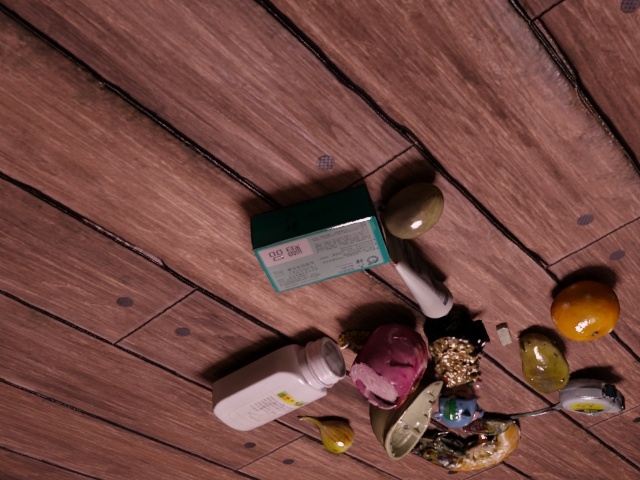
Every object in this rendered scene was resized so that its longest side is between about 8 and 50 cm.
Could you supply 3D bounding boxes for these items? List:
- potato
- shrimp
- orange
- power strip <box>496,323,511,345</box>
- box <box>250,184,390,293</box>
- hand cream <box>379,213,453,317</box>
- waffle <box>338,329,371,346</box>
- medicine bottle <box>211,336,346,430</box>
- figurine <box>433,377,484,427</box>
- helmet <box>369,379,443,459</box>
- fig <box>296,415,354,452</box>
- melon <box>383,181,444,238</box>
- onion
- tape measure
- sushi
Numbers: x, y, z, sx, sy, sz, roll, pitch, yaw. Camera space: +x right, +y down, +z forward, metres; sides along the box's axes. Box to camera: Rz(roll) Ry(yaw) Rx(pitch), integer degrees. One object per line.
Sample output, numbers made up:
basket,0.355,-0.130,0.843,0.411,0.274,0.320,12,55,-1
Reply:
potato,0.568,0.312,1.943,0.117,0.090,0.225,-17,131,19
shrimp,0.410,0.589,2.232,0.445,0.085,0.272,18,130,-30
orange,0.614,0.166,1.763,0.156,0.124,0.156,-2,137,-2
power strip,0.456,0.236,1.894,0.027,0.017,0.083,-17,137,11
box,0.000,0.000,1.510,0.245,0.092,0.153,-16,137,7
hand cream,0.202,0.077,1.616,0.078,0.124,0.340,-23,140,18
waffle,0.085,0.243,1.848,0.085,0.016,0.078,9,132,-18
medicine bottle,-0.098,0.349,1.859,0.324,0.124,0.179,-29,136,24
figurine,0.380,0.428,2.043,0.114,0.144,0.178,12,174,34
helmet,0.200,0.433,1.991,0.204,0.137,0.257,-20,134,-46
fig,0.019,0.534,2.106,0.166,0.093,0.093,27,128,-31
melon,0.180,-0.058,1.468,0.098,0.098,0.130,24,126,-31
onion,0.169,0.285,1.790,0.201,0.200,0.207,-15,123,8
tape measure,0.665,0.441,2.135,0.330,0.084,0.164,-10,141,30
sushi,0.332,0.263,1.834,0.147,0.115,0.212,-12,137,5
